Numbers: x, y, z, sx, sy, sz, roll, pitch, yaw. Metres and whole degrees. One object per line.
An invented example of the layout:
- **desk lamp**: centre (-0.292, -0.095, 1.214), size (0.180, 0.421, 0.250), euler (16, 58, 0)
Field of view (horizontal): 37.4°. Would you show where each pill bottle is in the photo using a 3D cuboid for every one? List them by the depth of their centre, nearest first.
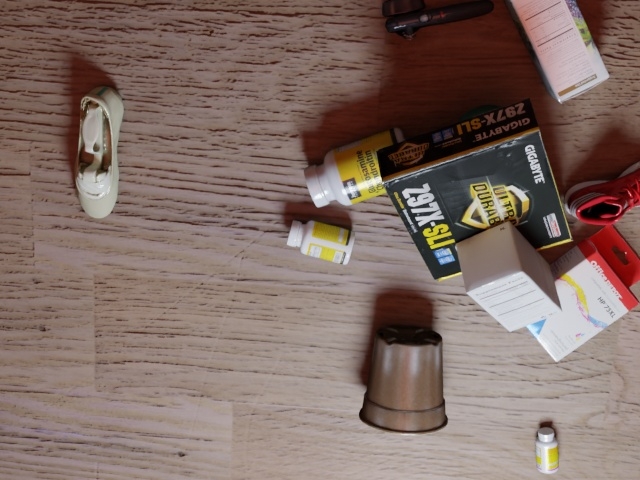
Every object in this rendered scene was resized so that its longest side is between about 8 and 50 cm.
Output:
- **pill bottle**: centre (0.069, -0.122, 1.651), size (0.184, 0.103, 0.103), euler (-19, 107, 9)
- **pill bottle**: centre (0.000, 0.000, 1.715), size (0.116, 0.065, 0.065), euler (15, 109, -3)
- **pill bottle**: centre (0.442, 0.408, 1.842), size (0.043, 0.043, 0.083), euler (-5, 109, 5)

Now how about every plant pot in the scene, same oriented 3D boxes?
- **plant pot**: centre (0.157, 0.252, 1.751), size (0.167, 0.167, 0.165), euler (2, 101, 2)

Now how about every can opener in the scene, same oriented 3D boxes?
- **can opener**: centre (0.197, -0.378, 1.581), size (0.186, 0.059, 0.073), euler (-5, 108, 5)

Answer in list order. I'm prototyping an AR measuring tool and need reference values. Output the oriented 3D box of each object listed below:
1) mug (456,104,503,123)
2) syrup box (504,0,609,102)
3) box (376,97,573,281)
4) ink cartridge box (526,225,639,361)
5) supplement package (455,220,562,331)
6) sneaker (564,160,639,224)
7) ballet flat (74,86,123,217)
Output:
- **mug**: centre (0.308, -0.157, 1.629), size (0.158, 0.097, 0.129), euler (19, 108, -3)
- **syrup box**: centre (0.379, -0.356, 1.561), size (0.096, 0.093, 0.237), euler (-28, 105, 11)
- **box**: centre (0.264, -0.072, 1.577), size (0.257, 0.079, 0.322), euler (-16, 143, 14)
- **ink cartridge box**: centre (0.476, 0.094, 1.716), size (0.231, 0.078, 0.134), euler (-39, 103, 14)
- **supplement package**: centre (0.324, 0.065, 1.621), size (0.105, 0.105, 0.179), euler (-24, 141, 24)
- **sneaker**: centre (0.541, -0.074, 1.630), size (0.221, 0.128, 0.087), euler (-22, 107, 11)
- **ballet flat**: centre (-0.401, -0.149, 1.677), size (0.086, 0.086, 0.248), euler (8, 109, 0)
